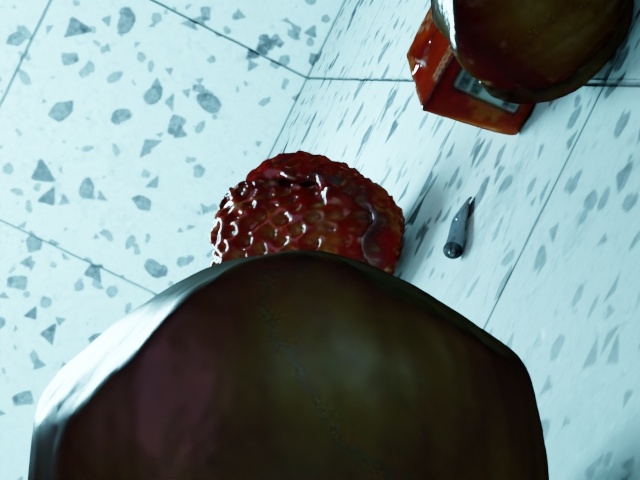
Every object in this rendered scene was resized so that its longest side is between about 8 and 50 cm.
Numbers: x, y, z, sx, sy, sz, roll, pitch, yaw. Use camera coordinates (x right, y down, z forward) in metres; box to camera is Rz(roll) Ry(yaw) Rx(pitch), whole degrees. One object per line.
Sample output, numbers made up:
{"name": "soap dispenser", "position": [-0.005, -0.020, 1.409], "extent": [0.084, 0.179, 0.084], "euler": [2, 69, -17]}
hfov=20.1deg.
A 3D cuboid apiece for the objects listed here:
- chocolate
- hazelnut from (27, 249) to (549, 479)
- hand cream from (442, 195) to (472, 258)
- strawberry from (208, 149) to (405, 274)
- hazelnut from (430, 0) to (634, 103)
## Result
{"name": "chocolate", "position": [0.182, -0.232, 1.746], "extent": [0.237, 0.108, 0.235], "euler": [-60, 9, 14]}
{"name": "hazelnut", "position": [-0.019, 0.175, 1.111], "extent": [0.366, 0.365, 0.366], "euler": [-61, 9, 18]}
{"name": "hand cream", "position": [0.129, -0.011, 1.712], "extent": [0.030, 0.019, 0.093], "euler": [-57, 9, 30]}
{"name": "strawberry", "position": [0.000, 0.000, 1.961], "extent": [0.244, 0.205, 0.205], "euler": [2, 65, 58]}
{"name": "hazelnut", "position": [0.181, -0.208, 1.524], "extent": [0.178, 0.178, 0.204], "euler": [-63, -22, 5]}
